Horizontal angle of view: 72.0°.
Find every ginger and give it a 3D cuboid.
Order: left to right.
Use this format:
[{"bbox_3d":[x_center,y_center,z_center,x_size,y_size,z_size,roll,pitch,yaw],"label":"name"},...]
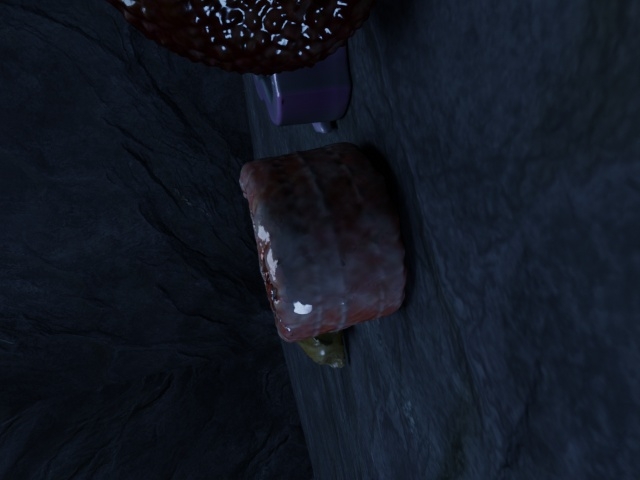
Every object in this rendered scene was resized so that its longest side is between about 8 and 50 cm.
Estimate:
[{"bbox_3d":[-0.020,0.142,0.888,0.219,0.123,0.270,-136,36,-68],"label":"ginger"}]

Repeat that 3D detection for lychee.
[{"bbox_3d":[-0.065,-0.268,0.360,0.260,0.260,0.261,169,90,-80],"label":"lychee"}]

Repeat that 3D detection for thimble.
[{"bbox_3d":[0.000,0.000,0.552,0.239,0.162,0.239,166,90,-81],"label":"thimble"}]

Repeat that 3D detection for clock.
[{"bbox_3d":[-0.052,-0.322,0.645,0.338,0.102,0.339,169,90,-80],"label":"clock"}]
